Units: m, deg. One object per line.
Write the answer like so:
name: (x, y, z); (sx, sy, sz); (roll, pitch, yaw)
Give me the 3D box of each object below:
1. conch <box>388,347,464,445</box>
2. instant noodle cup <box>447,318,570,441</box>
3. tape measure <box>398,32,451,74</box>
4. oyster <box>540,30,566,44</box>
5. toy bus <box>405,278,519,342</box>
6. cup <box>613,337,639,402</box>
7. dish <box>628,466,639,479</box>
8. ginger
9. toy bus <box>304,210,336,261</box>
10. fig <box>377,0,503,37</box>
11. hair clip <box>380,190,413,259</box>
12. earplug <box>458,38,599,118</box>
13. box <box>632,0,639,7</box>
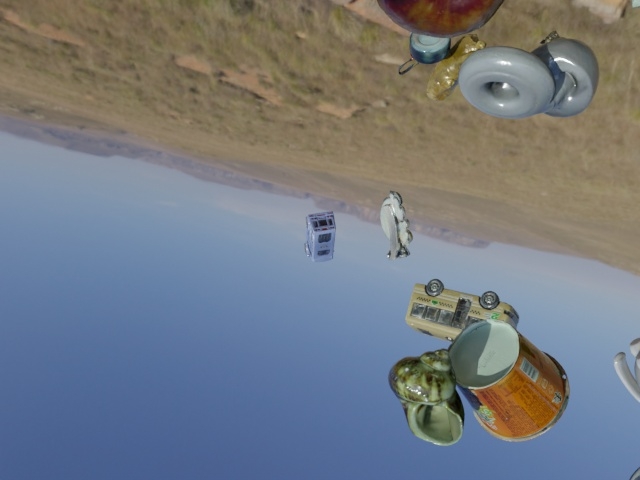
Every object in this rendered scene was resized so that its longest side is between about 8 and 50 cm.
conch: (0.229, 0.311, 1.094); (0.187, 0.182, 0.124); (30, -127, 16)
instant noodle cup: (0.396, 0.294, 1.168); (0.182, 0.230, 0.230); (44, 169, -29)
tape measure: (0.256, -0.443, 1.298); (0.104, 0.107, 0.180); (4, 155, -2)
oyster: (0.813, -0.579, 1.742); (0.107, 0.355, 0.201); (-22, 146, 28)
toy bus: (0.502, 0.276, 1.893); (0.365, 0.202, 0.177); (11, 161, 38)
cup: (0.533, 0.195, 0.779); (0.142, 0.134, 0.173); (50, -172, 6)
dish: (0.641, 0.520, 0.995); (0.124, 0.325, 0.324); (23, -173, 18)
ginger: (0.333, -0.435, 1.305); (0.081, 0.115, 0.205); (-12, 170, -37)
toy bus: (0.000, 0.000, 1.352); (0.073, 0.076, 0.167); (-10, 145, -9)
fig: (0.145, -0.361, 0.754); (0.190, 0.191, 0.290); (13, 177, -14)
hair clip: (0.184, -0.038, 1.340); (0.049, 0.172, 0.116); (-12, -179, -26)
earplug: (0.476, -0.371, 1.205); (0.325, 0.175, 0.214); (-3, 172, -13)
box: (0.563, -0.501, 0.822); (0.117, 0.225, 0.225); (5, -152, 42)
